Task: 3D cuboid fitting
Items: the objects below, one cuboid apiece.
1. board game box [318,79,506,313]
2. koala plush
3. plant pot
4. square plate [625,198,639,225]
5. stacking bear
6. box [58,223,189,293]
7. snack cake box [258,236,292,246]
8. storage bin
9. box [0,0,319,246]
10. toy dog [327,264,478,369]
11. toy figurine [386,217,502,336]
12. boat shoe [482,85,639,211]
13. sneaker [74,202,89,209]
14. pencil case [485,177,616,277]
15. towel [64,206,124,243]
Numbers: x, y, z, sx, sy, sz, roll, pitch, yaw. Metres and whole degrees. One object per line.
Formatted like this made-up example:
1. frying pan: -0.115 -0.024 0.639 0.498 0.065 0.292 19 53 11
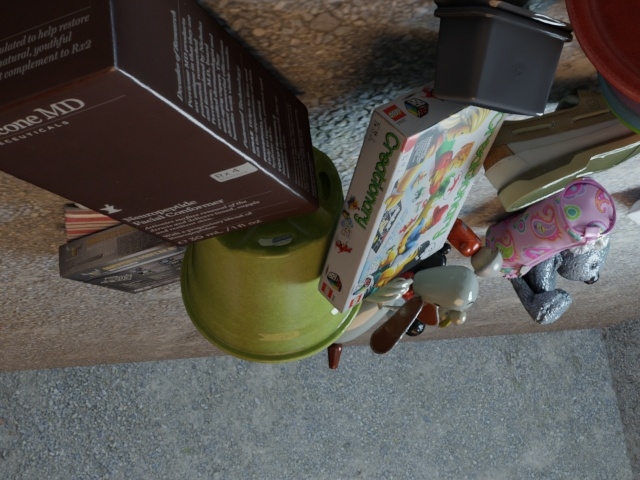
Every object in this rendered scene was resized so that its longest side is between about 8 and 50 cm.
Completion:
1. board game box: 0.107 -0.059 0.932 0.193 0.053 0.305 -31 154 -32
2. koala plush: 0.505 0.038 1.687 0.221 0.203 0.196 -35 166 18
3. plant pot: -0.067 -0.005 1.080 0.276 0.276 0.254 -6 154 -4
4. square plate: 0.795 -0.081 1.541 0.347 0.049 0.344 -16 163 31
5. stacking bear: 0.359 -0.172 0.807 0.176 0.164 0.289 -13 169 21
6. box: -0.276 0.024 1.312 0.231 0.056 0.183 -16 160 25
7. snack cake box: 0.000 0.000 1.398 0.152 0.089 0.264 -17 162 31
8. storage bin: 0.165 -0.173 0.774 0.135 0.091 0.098 5 -171 -37
9. box: -0.160 -0.116 0.768 0.191 0.143 0.381 -14 160 20
10. toy dog: 0.095 0.134 1.338 0.220 0.160 0.334 -13 -176 -36
11. toy figurine: 0.210 0.072 1.495 0.209 0.148 0.213 -48 -175 -29
12. boat shoe: 0.335 -0.139 1.001 0.302 0.103 0.113 -22 166 -21
13. sneaker: -0.231 -0.089 0.991 0.115 0.090 0.232 -19 171 15
14. pencil case: 0.411 -0.016 1.473 0.124 0.124 0.284 -2 163 -20
15. towel: -0.334 -0.020 1.292 0.144 0.029 0.197 -3 162 -17
